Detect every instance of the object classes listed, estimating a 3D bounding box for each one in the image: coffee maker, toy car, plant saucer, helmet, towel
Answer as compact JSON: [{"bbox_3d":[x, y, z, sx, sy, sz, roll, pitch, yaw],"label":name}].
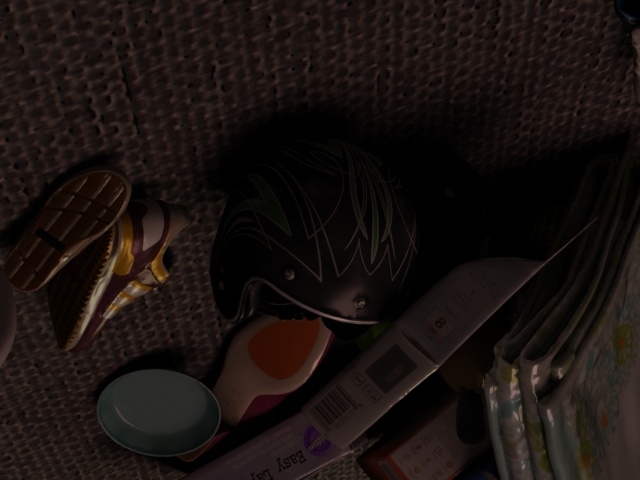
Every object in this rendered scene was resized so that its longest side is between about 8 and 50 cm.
[{"bbox_3d":[0.079,0.016,1.695,0.171,0.120,0.178,-8,155,6],"label":"coffee maker"},{"bbox_3d":[0.147,0.114,1.842,0.155,0.188,0.149,-11,153,-27],"label":"toy car"},{"bbox_3d":[-0.155,0.160,1.809,0.119,0.021,0.119,1,131,1],"label":"plant saucer"},{"bbox_3d":[0.000,0.000,1.493,0.169,0.169,0.161,-7,160,-34],"label":"helmet"},{"bbox_3d":[0.264,0.142,1.785,0.090,0.320,0.374,10,138,25],"label":"towel"}]

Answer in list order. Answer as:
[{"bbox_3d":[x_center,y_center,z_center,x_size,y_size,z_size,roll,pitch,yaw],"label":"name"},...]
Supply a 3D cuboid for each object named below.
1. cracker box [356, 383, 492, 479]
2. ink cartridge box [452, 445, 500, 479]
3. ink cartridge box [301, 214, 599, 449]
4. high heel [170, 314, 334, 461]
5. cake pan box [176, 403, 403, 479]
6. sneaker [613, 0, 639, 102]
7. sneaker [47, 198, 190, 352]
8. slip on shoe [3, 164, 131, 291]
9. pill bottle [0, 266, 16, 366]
[{"bbox_3d":[0.157,0.179,1.970,0.232,0.067,0.156,-37,180,-14],"label":"cracker box"},{"bbox_3d":[0.189,0.300,2.097,0.285,0.166,0.395,-37,-179,30],"label":"ink cartridge box"},{"bbox_3d":[0.106,0.061,1.561,0.232,0.066,0.189,-44,177,-36],"label":"ink cartridge box"},{"bbox_3d":[-0.047,0.127,1.852,0.244,0.082,0.117,-52,169,28],"label":"high heel"},{"bbox_3d":[-0.051,0.232,1.964,0.267,0.070,0.246,-31,177,15],"label":"cake pan box"},{"bbox_3d":[0.275,-0.177,1.518,0.086,0.085,0.237,3,158,2],"label":"sneaker"},{"bbox_3d":[-0.164,0.033,1.534,0.084,0.069,0.185,-4,150,-28],"label":"sneaker"},{"bbox_3d":[-0.193,-0.014,1.451,0.135,0.051,0.041,-47,-172,26],"label":"slip on shoe"},{"bbox_3d":[-0.350,0.113,1.413,0.160,0.160,0.283,-5,150,-37],"label":"pill bottle"}]
